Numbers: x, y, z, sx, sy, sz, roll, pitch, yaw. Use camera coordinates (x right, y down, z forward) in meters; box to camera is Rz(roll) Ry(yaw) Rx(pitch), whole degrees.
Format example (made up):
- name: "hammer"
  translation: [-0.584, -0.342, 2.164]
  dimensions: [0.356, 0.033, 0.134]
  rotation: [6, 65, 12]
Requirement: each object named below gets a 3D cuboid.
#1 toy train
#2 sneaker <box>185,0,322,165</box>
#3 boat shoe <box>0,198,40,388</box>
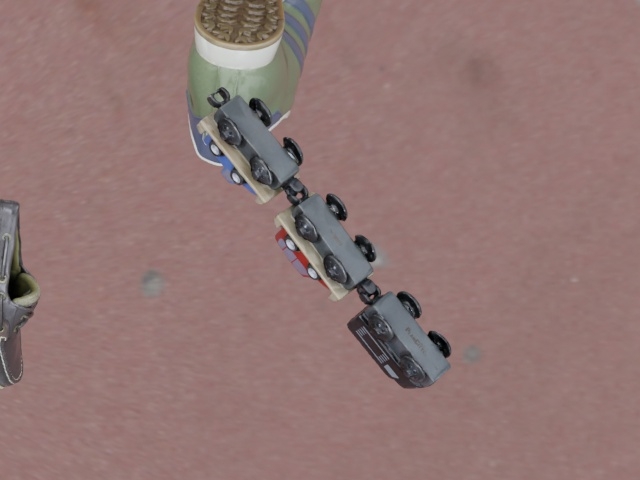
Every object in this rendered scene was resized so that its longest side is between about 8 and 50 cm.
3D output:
- name: "toy train"
  translation: [0.000, 0.000, 0.788]
  dimensions: [0.027, 0.036, 0.158]
  rotation: [-37, 89, -30]
- name: "sneaker"
  translation: [-0.039, -0.107, 1.005]
  dimensions: [0.064, 0.192, 0.086]
  rotation: [11, 118, 4]
- name: "boat shoe"
  translation: [-0.213, 0.038, 1.210]
  dimensions: [0.049, 0.056, 0.152]
  rotation: [-1, 128, 4]
